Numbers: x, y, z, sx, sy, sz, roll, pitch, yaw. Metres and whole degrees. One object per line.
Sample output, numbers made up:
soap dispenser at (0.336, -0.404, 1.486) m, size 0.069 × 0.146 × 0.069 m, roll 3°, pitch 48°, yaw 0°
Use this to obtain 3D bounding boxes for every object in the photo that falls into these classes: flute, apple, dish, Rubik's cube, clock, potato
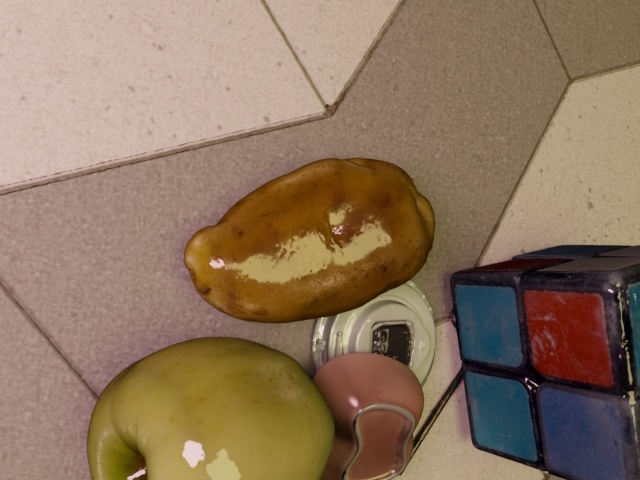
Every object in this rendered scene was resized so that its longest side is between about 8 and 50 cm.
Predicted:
flute at (0.202, 0.277, 1.017) m, size 0.014 × 0.014 × 0.269 m, roll 46°, pitch 70°, yaw -21°
apple at (-0.127, 0.234, 0.700) m, size 0.279 × 0.279 × 0.279 m, roll 0°, pitch 90°, yaw -28°
dish at (0.065, 0.272, 0.865) m, size 0.213 × 0.090 × 0.213 m, roll -6°, pitch 109°, yaw -19°
Rubik's cube at (0.434, 0.178, 0.967) m, size 0.313 × 0.316 × 0.318 m, roll -10°, pitch 93°, yaw -31°
clock at (0.098, 0.163, 0.939) m, size 0.236 × 0.053 × 0.236 m, roll 0°, pitch 89°, yaw -28°
potato at (0.000, 0.000, 0.830) m, size 0.369 × 0.176 × 0.195 m, roll -19°, pitch 127°, yaw -23°
